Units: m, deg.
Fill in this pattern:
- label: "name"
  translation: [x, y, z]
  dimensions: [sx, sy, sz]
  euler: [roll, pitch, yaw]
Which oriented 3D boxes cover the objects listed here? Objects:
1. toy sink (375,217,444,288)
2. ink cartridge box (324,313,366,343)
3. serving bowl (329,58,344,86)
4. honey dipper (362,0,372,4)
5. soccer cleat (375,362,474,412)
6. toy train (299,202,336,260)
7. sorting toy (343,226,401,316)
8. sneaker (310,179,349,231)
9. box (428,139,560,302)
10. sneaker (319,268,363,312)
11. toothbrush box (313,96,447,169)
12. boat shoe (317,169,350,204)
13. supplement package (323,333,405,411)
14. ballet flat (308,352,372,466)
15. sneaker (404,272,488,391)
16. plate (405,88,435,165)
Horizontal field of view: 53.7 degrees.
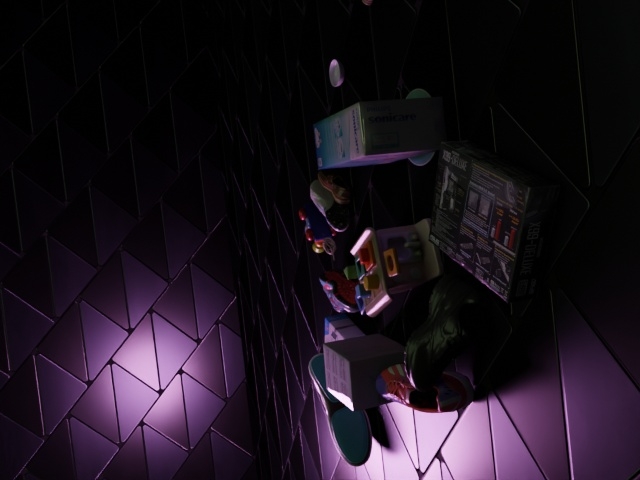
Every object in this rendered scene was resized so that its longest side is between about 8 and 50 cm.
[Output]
- label: "toy sink"
  translation: [0.197, 0.050, 1.654]
  dimensions: [0.234, 0.131, 0.152]
  euler: [142, 118, -66]
- label: "ink cartridge box"
  translation: [0.085, 0.350, 2.122]
  dimensions: [0.191, 0.082, 0.139]
  euler: [-139, 46, -63]
- label: "serving bowl"
  translation: [0.056, -0.526, 1.983]
  dimensions: [0.083, 0.027, 0.083]
  euler: [172, 90, -69]
- label: "honey dipper"
  translation: [0.154, -0.696, 1.675]
  dimensions: [0.160, 0.031, 0.030]
  euler: [126, 134, -55]
- label: "soccer cleat"
  translation: [0.231, 0.375, 1.590]
  dimensions: [0.318, 0.116, 0.108]
  euler: [-8, 92, 53]
- label: "toy train"
  translation: [0.000, 0.000, 2.216]
  dimensions: [0.143, 0.105, 0.248]
  euler: [98, 157, -59]
- label: "sorting toy"
  translation: [0.118, 0.086, 1.622]
  dimensions: [0.347, 0.047, 0.195]
  euler: [119, 139, -64]
- label: "sneaker"
  translation: [0.036, -0.111, 2.118]
  dimensions: [0.237, 0.085, 0.086]
  euler: [60, 176, 39]
- label: "box"
  translation: [0.344, -0.051, 1.312]
  dimensions: [0.307, 0.077, 0.242]
  euler: [-133, 41, -57]
- label: "sneaker"
  translation: [0.086, 0.186, 2.080]
  dimensions: [0.262, 0.104, 0.125]
  euler: [-135, 25, -64]
- label: "toothbrush box"
  translation: [0.136, -0.255, 1.529]
  dimensions: [0.295, 0.216, 0.126]
  euler: [177, 85, -69]
- label: "boat shoe"
  translation: [0.050, -0.190, 2.068]
  dimensions: [0.178, 0.064, 0.060]
  euler: [54, 140, 41]
- label: "supplement package"
  translation: [0.135, 0.376, 1.834]
  dimensions: [0.203, 0.194, 0.149]
  euler: [-166, 71, -68]
- label: "ballet flat"
  translation: [0.075, 0.577, 2.173]
  dimensions: [0.400, 0.139, 0.139]
  euler: [65, 154, 24]
- label: "sneaker"
  translation: [0.285, 0.222, 1.436]
  dimensions: [0.130, 0.109, 0.286]
  euler: [32, 106, 53]
- label: "plate"
  translation: [0.250, -0.279, 1.559]
  dimensions: [0.188, 0.024, 0.188]
  euler: [173, 90, -70]
